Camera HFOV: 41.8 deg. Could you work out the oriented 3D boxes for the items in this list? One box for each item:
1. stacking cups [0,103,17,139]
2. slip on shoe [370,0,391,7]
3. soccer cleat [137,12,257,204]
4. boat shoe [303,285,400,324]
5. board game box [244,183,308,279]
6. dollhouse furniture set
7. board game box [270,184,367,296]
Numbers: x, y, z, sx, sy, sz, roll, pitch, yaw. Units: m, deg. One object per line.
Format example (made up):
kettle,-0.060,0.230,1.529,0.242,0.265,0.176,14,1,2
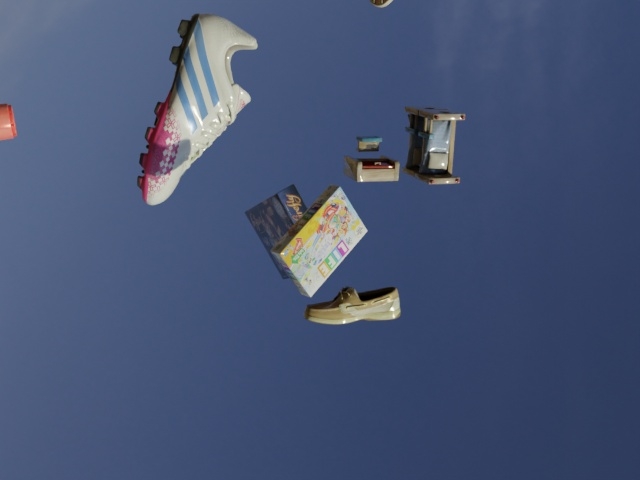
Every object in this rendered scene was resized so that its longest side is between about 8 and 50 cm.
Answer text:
stacking cups,-0.697,-0.192,1.455,0.096,0.316,0.096,167,-90,-75
slip on shoe,0.106,-0.413,1.250,0.051,0.041,0.135,10,-87,23
soccer cleat,-0.199,-0.203,1.374,0.116,0.143,0.331,-106,-146,-79
boat shoe,0.042,0.085,1.137,0.050,0.135,0.045,-138,-134,-69
board game box,-0.063,-0.010,1.619,0.042,0.165,0.243,-31,-176,-19
dollhouse furniture set,0.152,-0.174,1.533,0.129,0.184,0.129,-142,-129,-66
board game box,0.000,0.000,1.343,0.026,0.103,0.154,15,-123,48
